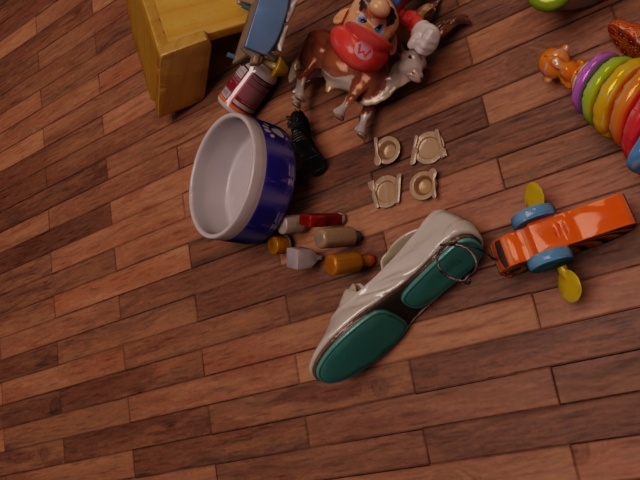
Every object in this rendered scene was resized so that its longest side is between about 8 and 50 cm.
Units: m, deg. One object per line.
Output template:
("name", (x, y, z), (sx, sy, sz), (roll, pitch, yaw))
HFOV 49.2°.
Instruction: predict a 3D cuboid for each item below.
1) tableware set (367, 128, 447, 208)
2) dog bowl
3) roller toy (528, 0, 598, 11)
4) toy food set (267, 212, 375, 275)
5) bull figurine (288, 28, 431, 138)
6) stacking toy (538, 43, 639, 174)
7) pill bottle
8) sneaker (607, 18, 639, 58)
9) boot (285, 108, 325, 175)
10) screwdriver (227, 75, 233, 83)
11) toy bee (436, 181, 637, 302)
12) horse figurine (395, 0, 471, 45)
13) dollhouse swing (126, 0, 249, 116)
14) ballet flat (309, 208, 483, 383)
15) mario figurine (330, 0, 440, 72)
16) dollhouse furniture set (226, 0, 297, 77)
("tableware set", (0.163, -0.137, 1.338), (0.168, 0.020, 0.141), (-5, 79, 33))
("dog bowl", (-0.167, -0.126, 1.459), (0.265, 0.104, 0.265), (-17, 68, 49))
("roller toy", (0.417, -0.490, 1.155), (0.209, 0.146, 0.191), (-29, 76, 20))
("toy food set", (0.000, 0.000, 1.399), (0.232, 0.104, 0.111), (10, 102, 52))
("bull figurine", (0.067, -0.320, 1.378), (0.310, 0.101, 0.188), (30, 87, 36))
("stacking toy", (0.458, -0.232, 1.097), (0.302, 0.165, 0.175), (44, 118, 42))
("pill bottle", (-0.151, -0.347, 1.543), (0.152, 0.086, 0.086), (-49, 60, 17))
("sneaker", (0.539, -0.310, 1.105), (0.175, 0.064, 0.067), (36, 82, 27))
("boot", (-0.030, -0.205, 1.449), (0.045, 0.121, 0.099), (-24, 39, 13))
("screwdriver", (-0.176, -0.406, 1.612), (0.170, 0.024, 0.025), (-60, 28, 3))
("toy bee", (0.342, 0.000, 1.139), (0.298, 0.162, 0.195), (4, 75, 9))
("horse figurine", (0.161, -0.446, 1.366), (0.263, 0.066, 0.174), (38, 96, 35))
("dollhouse swing", (-0.280, -0.538, 1.677), (0.315, 0.304, 0.347), (116, 137, -60))
("ballet flat", (0.123, 0.098, 1.277), (0.400, 0.139, 0.139), (-45, 61, 14))
("mario figurine", (0.126, -0.443, 1.236), (0.198, 0.170, 0.321), (15, 72, 32))
("dollhouse furniture set", (-0.062, -0.449, 1.430), (0.286, 0.198, 0.303), (10, 82, 70))
